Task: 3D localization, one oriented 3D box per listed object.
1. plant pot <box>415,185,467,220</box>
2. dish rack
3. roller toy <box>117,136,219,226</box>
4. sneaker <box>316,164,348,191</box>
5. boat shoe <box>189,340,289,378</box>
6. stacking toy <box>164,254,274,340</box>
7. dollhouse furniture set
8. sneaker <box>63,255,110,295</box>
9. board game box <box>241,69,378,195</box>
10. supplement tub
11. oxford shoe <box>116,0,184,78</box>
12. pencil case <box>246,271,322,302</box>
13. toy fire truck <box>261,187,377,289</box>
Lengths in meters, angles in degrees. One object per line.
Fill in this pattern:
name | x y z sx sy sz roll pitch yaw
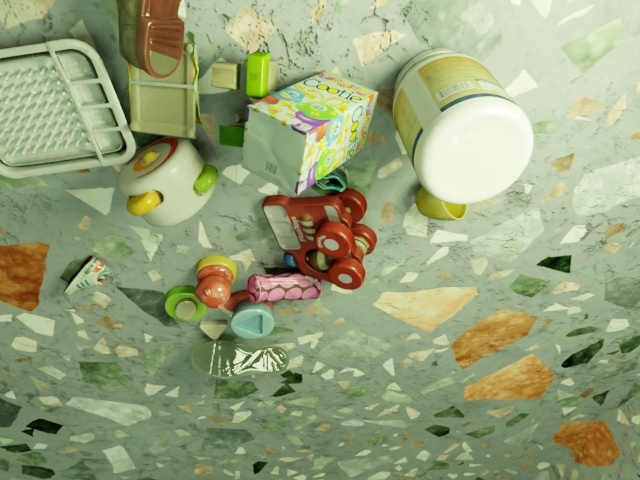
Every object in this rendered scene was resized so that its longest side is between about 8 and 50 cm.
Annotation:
plant pot | 0.304 -0.107 1.357 0.095 0.134 0.134 -18 136 42
dish rack | -0.588 -0.282 1.116 0.332 0.072 0.286 -9 132 0
roller toy | -0.354 -0.139 1.187 0.209 0.191 0.146 -40 128 -10
sneaker | -0.003 -0.164 1.289 0.166 0.076 0.065 10 128 -15
boat shoe | -0.267 0.395 1.715 0.320 0.118 0.103 3 159 -19
stacking toy | -0.303 0.221 1.546 0.279 0.130 0.309 -32 127 19
dollhouse furniture set | -0.249 -0.320 1.133 0.301 0.151 0.198 8 110 8
sneaker | -0.650 0.114 1.457 0.075 0.057 0.161 36 115 -25
board game box | -0.017 -0.232 1.082 0.144 0.275 0.142 29 131 19
supplement tub | 0.277 -0.250 1.091 0.228 0.316 0.228 -4 131 -4
oxford shoe | -0.317 -0.484 0.945 0.130 0.123 0.348 25 113 24
pencil case | -0.100 0.128 1.494 0.209 0.095 0.098 -4 170 -25
toy fire truck | 0.000 0.000 1.397 0.253 0.169 0.302 1 134 24
